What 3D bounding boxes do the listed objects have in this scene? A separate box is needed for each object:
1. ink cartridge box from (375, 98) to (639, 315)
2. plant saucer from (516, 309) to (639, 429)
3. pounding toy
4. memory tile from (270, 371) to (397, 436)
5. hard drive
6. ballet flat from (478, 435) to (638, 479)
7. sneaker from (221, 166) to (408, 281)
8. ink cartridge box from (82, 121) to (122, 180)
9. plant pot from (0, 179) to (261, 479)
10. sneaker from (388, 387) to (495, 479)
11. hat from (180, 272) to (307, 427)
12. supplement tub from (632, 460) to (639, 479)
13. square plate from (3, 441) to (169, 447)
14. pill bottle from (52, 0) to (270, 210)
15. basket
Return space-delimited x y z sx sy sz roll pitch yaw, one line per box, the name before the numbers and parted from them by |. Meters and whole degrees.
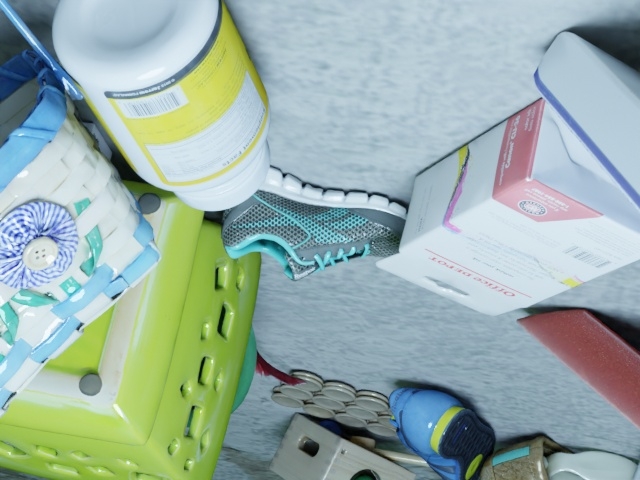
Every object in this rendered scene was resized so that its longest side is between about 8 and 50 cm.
ink cartridge box | 0.136 -0.015 1.016 0.115 0.067 0.198 25 152 -21
plant saucer | 0.311 0.160 1.185 0.259 0.048 0.258 35 -174 -37
pounding toy | 0.045 0.248 1.606 0.130 0.100 0.141 29 174 -29
memory tile | 0.027 0.173 1.552 0.148 0.012 0.113 18 156 -8
hard drive | 0.285 -0.001 0.833 0.319 0.210 0.040 25 110 -22
ballet flat | 0.331 0.288 1.542 0.342 0.116 0.124 26 134 -16
sneaker | 0.000 0.000 1.113 0.166 0.076 0.065 13 157 2
ink cartridge box | -0.193 -0.070 1.127 0.083 0.028 0.048 8 158 14
plant pot | -0.188 0.063 1.143 0.227 0.228 0.207 9 162 10
sneaker | 0.123 0.199 1.504 0.082 0.069 0.209 27 167 27
hat | -0.107 0.065 1.385 0.173 0.183 0.208 21 121 14
supplement tub | 0.450 0.305 1.378 0.316 0.193 0.193 13 156 4
square plate | -0.278 0.126 1.418 0.347 0.049 0.344 24 -174 -20
pill bottle | -0.091 -0.094 0.927 0.103 0.103 0.184 6 155 18
basket | -0.255 -0.041 0.922 0.289 0.255 0.201 45 -179 -20
